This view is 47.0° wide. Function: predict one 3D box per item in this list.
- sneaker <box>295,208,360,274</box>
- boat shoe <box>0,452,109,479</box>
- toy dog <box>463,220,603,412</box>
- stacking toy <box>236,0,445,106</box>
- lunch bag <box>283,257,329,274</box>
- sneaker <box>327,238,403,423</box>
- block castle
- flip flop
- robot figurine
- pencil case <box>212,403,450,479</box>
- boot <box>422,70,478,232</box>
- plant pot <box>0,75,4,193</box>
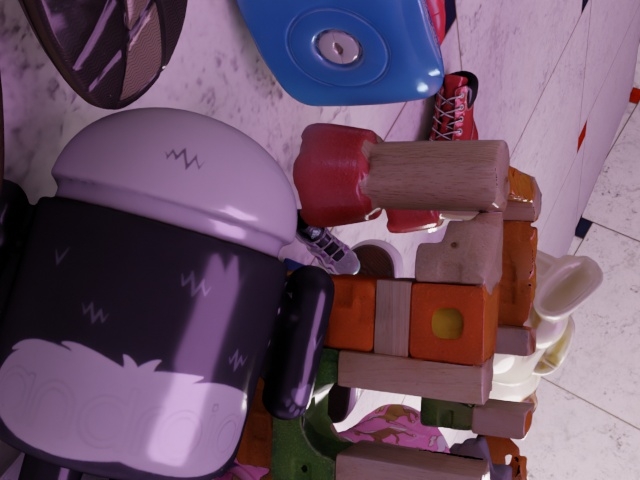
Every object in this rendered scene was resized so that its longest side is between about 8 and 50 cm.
[{"bbox_3d":[0.000,0.000,0.812,0.038,0.098,0.069,-51,162,-7],"label":"sneaker"},{"bbox_3d":[-0.176,0.176,0.602,0.335,0.121,0.119,-48,169,-41],"label":"boat shoe"},{"bbox_3d":[0.369,0.218,1.506,0.395,0.285,0.408,-55,152,-29],"label":"toy dog"},{"bbox_3d":[0.054,-0.284,0.701,0.175,0.166,0.302,58,41,-48],"label":"stacking toy"},{"bbox_3d":[-0.018,0.067,0.863,0.065,0.067,0.098,-67,155,-8],"label":"lunch bag"},{"bbox_3d":[0.052,0.108,1.008,0.123,0.106,0.290,-37,150,-53],"label":"sneaker"},{"bbox_3d":[0.070,0.135,0.671,0.303,0.213,0.453,2,90,-67],"label":"block castle"},{"bbox_3d":[-0.164,-0.196,0.391,0.112,0.080,0.277,-53,135,-24],"label":"flip flop"},{"bbox_3d":[-0.117,0.051,0.490,0.209,0.174,0.278,22,81,-55],"label":"robot figurine"},{"bbox_3d":[0.010,0.304,0.889,0.160,0.167,0.386,-37,157,33],"label":"pencil case"},{"bbox_3d":[0.177,-0.142,1.091,0.176,0.088,0.244,82,29,-44],"label":"boot"},{"bbox_3d":[-0.209,-0.078,0.260,0.215,0.215,0.230,-58,167,-24],"label":"plant pot"}]
